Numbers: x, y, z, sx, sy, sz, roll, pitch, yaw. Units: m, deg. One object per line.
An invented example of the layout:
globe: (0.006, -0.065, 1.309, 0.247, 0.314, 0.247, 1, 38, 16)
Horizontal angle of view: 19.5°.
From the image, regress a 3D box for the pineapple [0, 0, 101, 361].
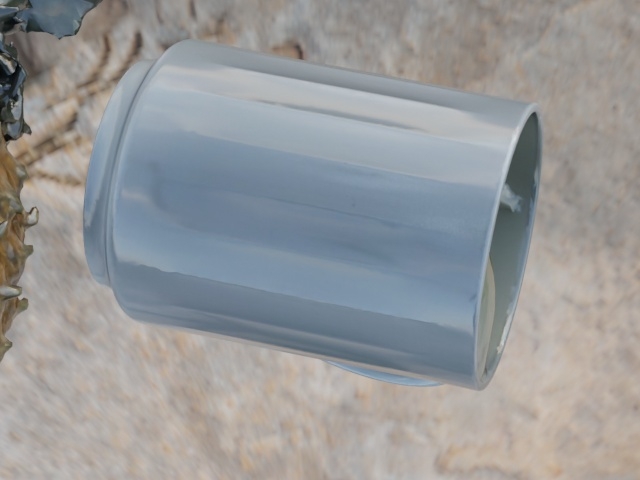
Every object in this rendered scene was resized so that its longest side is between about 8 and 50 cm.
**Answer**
pineapple: (-0.131, -0.061, 0.633, 0.111, 0.119, 0.237, 17, 68, -4)

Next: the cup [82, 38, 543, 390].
cup: (0.000, 0.000, 1.528, 0.327, 0.323, 0.237, 10, 54, 14)
